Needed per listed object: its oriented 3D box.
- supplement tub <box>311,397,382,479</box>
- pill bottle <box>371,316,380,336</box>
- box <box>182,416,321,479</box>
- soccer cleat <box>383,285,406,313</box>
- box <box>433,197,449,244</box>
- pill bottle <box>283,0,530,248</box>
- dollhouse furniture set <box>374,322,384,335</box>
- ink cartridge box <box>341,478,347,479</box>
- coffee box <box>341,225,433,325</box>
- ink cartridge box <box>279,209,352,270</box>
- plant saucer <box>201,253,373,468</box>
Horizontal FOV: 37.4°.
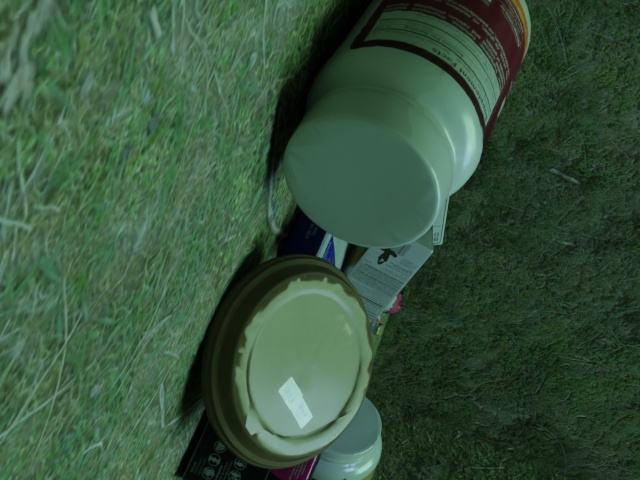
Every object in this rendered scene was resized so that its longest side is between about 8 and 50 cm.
[{"bbox_3d":[0.020,0.524,2.270,0.228,0.228,0.316,-59,167,-47],"label":"supplement tub"},{"bbox_3d":[0.061,0.238,2.228,0.108,0.108,0.180,94,20,-62],"label":"pill bottle"},{"bbox_3d":[-0.068,0.256,1.338,0.142,0.163,0.247,90,23,-73],"label":"box"},{"bbox_3d":[0.125,0.092,2.178,0.331,0.143,0.115,76,18,-74],"label":"soccer cleat"},{"bbox_3d":[0.194,-0.145,1.841,0.289,0.087,0.169,91,-9,-45],"label":"box"},{"bbox_3d":[0.115,-0.184,1.186,0.224,0.224,0.392,102,13,-46],"label":"pill bottle"},{"bbox_3d":[0.098,0.226,2.404,0.081,0.114,0.090,-37,145,-81],"label":"dollhouse furniture set"},{"bbox_3d":[-0.082,0.561,1.754,0.311,0.065,0.185,-29,163,-26],"label":"ink cartridge box"},{"bbox_3d":[0.090,0.039,1.649,0.246,0.098,0.141,-53,-164,34],"label":"coffee box"},{"bbox_3d":[0.000,0.000,1.456,0.332,0.065,0.165,86,27,-73],"label":"ink cartridge box"},{"bbox_3d":[-0.027,0.155,1.197,0.278,0.041,0.277,-6,99,-42],"label":"plant saucer"}]
